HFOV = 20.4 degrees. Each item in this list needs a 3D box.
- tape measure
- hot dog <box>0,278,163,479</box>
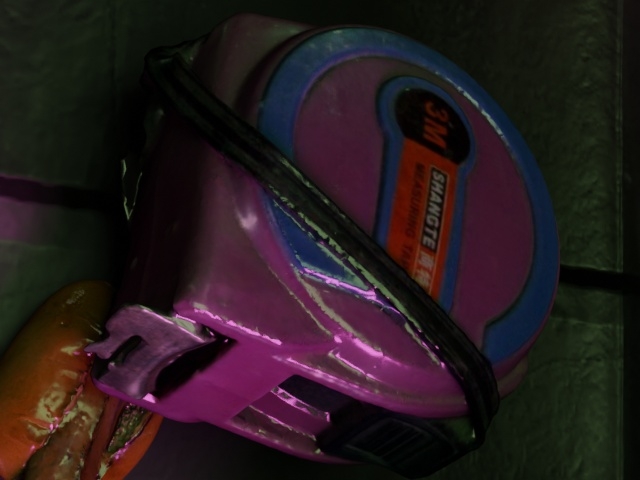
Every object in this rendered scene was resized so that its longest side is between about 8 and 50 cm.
[{"bbox_3d":[0.000,0.000,0.941,0.245,0.149,0.232,26,49,-22],"label":"tape measure"},{"bbox_3d":[-0.126,0.086,0.915,0.090,0.060,0.140,40,66,-16],"label":"hot dog"}]
